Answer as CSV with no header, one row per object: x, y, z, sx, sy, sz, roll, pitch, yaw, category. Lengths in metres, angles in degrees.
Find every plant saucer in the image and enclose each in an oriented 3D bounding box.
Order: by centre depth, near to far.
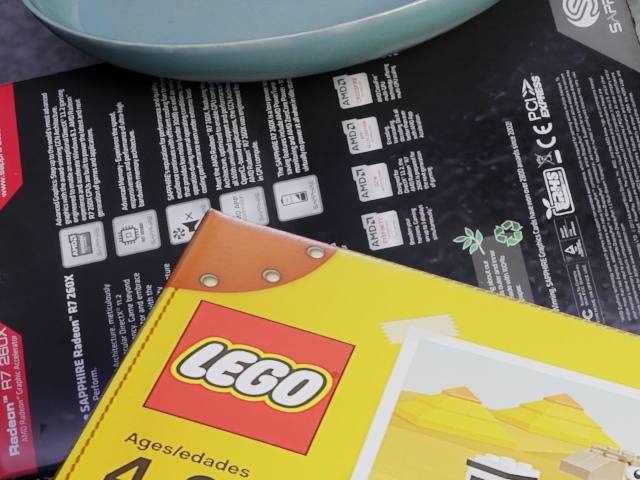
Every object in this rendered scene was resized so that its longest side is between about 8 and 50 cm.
-0.008,-0.165,1.073,0.317,0.044,0.317,-9,31,6,plant saucer

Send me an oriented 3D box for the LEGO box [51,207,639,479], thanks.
0.124,0.232,0.724,0.500,0.193,0.372,16,41,9,LEGO box

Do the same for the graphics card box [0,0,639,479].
0.000,0.000,1.024,0.371,0.094,0.233,-13,61,3,graphics card box
